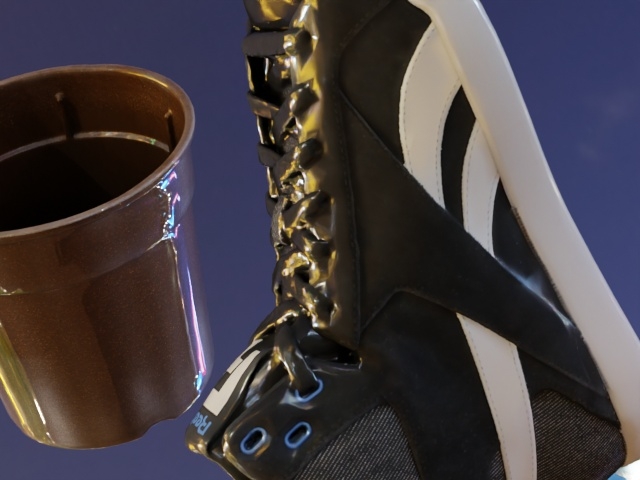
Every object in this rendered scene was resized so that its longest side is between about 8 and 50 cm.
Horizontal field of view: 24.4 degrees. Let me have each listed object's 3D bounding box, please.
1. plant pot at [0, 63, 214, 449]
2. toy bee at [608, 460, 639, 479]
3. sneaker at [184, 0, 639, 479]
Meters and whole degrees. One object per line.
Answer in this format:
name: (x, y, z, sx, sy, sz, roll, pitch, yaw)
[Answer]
plant pot: (-0.136, 0.015, 0.815, 0.167, 0.167, 0.165, -17, -54, -10)
toy bee: (0.112, 0.168, 0.606, 0.162, 0.298, 0.195, 30, -21, -27)
sneaker: (0.000, 0.000, 0.404, 0.121, 0.079, 0.217, -34, -80, -15)
